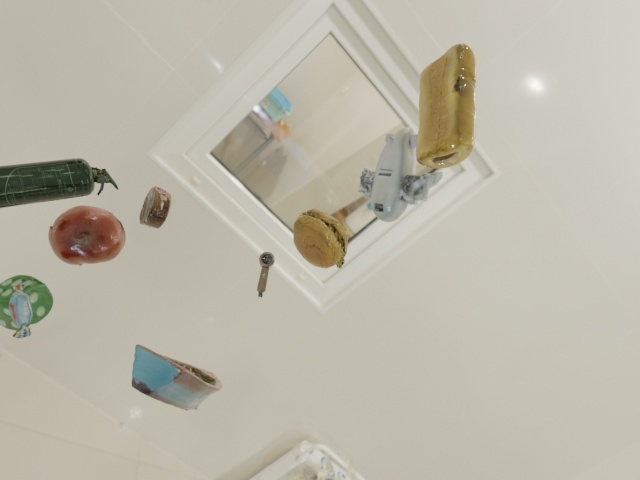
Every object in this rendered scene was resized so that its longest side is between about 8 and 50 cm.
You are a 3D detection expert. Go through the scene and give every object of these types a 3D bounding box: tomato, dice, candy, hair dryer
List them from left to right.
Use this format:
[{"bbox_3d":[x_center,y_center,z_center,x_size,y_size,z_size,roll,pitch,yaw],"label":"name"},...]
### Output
[{"bbox_3d":[-0.457,0.108,0.691,0.030,0.020,0.083,-11,97,-60],"label":"candy"},{"bbox_3d":[-0.910,0.186,1.380,0.131,0.128,0.120,-66,155,-50],"label":"dice"},{"bbox_3d":[-0.757,-0.016,1.472,0.112,0.228,0.199,-173,-108,-69],"label":"tomato"},{"bbox_3d":[-0.225,0.139,1.832,0.064,0.181,0.117,10,-9,-5],"label":"hair dryer"}]

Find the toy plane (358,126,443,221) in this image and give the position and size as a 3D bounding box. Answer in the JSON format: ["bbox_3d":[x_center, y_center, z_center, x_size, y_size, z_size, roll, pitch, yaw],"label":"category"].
[{"bbox_3d":[0.199,-0.170,1.179,0.118,0.252,0.252,14,36,-42],"label":"toy plane"}]

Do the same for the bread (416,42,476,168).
[{"bbox_3d":[0.281,-0.290,1.001,0.091,0.142,0.305,24,60,-25],"label":"bread"}]

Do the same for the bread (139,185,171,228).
[{"bbox_3d":[-0.640,-0.128,1.772,0.073,0.160,0.160,20,30,-34],"label":"bread"}]

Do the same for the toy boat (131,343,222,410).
[{"bbox_3d":[-0.253,0.260,0.841,0.136,0.079,0.392,27,-21,8],"label":"toy boat"}]

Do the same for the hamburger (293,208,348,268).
[{"bbox_3d":[0.000,0.000,1.108,0.147,0.083,0.138,32,-36,26],"label":"hamburger"}]

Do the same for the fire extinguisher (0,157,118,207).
[{"bbox_3d":[-0.649,-0.136,1.086,0.311,0.114,0.095,-16,46,-32],"label":"fire extinguisher"}]
